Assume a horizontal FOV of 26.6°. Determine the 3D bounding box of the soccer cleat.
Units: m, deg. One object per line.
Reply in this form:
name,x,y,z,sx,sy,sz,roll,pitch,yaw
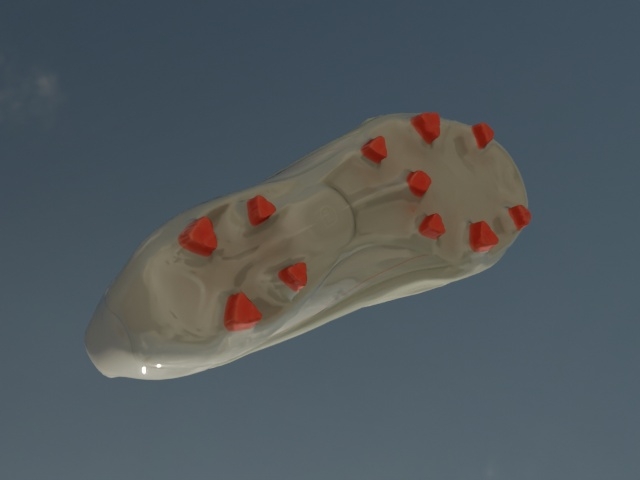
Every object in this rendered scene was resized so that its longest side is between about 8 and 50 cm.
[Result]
soccer cleat,0.000,0.000,0.491,0.196,0.076,0.068,-20,-97,-43
